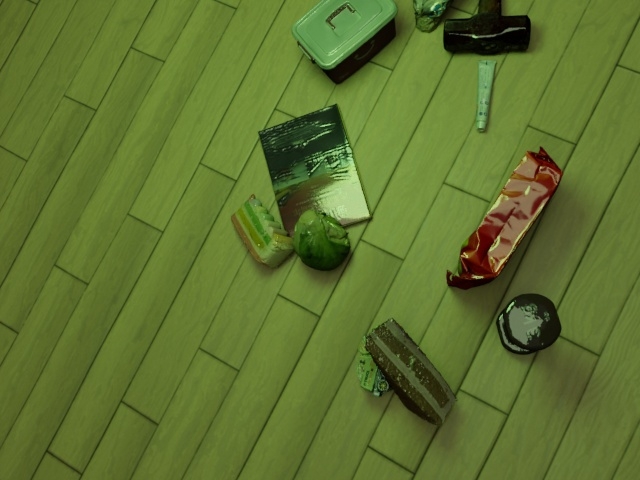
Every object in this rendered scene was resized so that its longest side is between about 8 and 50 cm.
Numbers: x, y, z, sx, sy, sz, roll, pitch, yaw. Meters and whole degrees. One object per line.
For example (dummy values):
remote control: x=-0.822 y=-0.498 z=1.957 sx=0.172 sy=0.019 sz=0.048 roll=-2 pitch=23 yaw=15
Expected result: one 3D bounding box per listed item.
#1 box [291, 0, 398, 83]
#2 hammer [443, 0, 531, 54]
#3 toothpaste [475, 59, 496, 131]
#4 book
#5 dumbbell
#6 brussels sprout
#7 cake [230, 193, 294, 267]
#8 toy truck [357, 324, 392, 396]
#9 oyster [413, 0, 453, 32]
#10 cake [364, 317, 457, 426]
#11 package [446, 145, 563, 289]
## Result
box: x=0.080 y=-0.618 z=1.902 sx=0.294 sy=0.167 sz=0.193 roll=-39 pitch=75 yaw=3
hammer: x=0.494 y=-0.740 z=1.873 sx=0.242 sy=0.095 sz=0.409 roll=5 pitch=78 yaw=14
toothpaste: x=0.470 y=-0.419 z=1.847 sx=0.052 sy=0.033 sz=0.218 roll=5 pitch=78 yaw=13
book: x=-0.021 y=-0.201 z=1.918 sx=0.262 sy=0.028 sz=0.374 roll=-18 pitch=76 yaw=9
dumbbell: x=0.516 y=0.212 z=1.613 sx=0.123 sy=0.225 sz=0.141 roll=-14 pitch=74 yaw=7
brussels sprout: x=-0.005 y=0.006 z=1.808 sx=0.183 sy=0.131 sz=0.145 roll=37 pitch=110 yaw=-25
cake: x=-0.182 y=-0.029 z=1.882 sx=0.225 sy=0.090 sz=0.109 roll=48 pitch=111 yaw=19
toy truck: x=0.156 y=0.321 z=1.750 sx=0.116 sy=0.085 sz=0.191 roll=14 pitch=85 yaw=18
oyster: x=0.359 y=-0.747 z=1.885 sx=0.222 sy=0.083 sz=0.214 roll=-18 pitch=65 yaw=46
cake: x=0.224 y=0.340 z=1.674 sx=0.116 sy=0.112 sz=0.295 roll=-39 pitch=98 yaw=-22
package: x=0.482 y=-0.041 z=1.687 sx=0.123 sy=0.196 sz=0.424 roll=34 pitch=89 yaw=15
